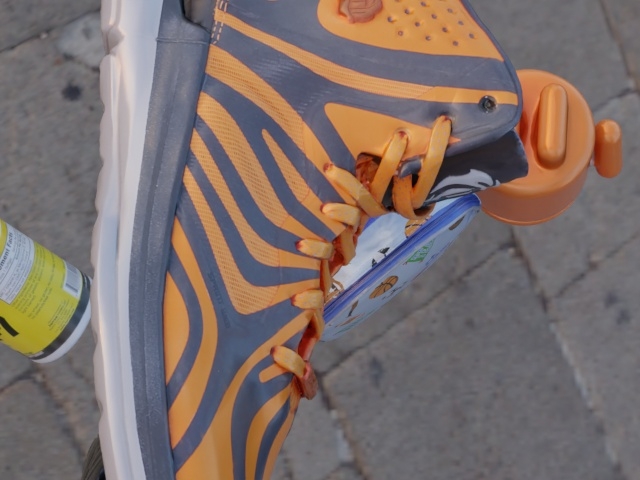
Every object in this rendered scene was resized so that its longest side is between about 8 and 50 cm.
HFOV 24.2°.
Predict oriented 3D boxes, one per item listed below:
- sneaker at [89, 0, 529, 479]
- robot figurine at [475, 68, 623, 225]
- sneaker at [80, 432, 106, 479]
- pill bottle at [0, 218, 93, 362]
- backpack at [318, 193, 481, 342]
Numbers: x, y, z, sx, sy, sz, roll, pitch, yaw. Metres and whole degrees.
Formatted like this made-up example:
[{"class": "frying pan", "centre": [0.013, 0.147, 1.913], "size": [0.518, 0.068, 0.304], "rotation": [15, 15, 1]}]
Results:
[{"class": "sneaker", "centre": [0.000, 0.000, 0.619], "size": [0.180, 0.124, 0.321], "rotation": [0, 75, -3]}, {"class": "robot figurine", "centre": [0.199, -0.085, 1.437], "size": [0.158, 0.219, 0.128], "rotation": [-34, 77, -3]}, {"class": "sneaker", "centre": [-0.270, 0.350, 1.806], "size": [0.109, 0.130, 0.286], "rotation": [19, 76, -12]}, {"class": "pill bottle", "centre": [-0.367, 0.042, 1.686], "size": [0.208, 0.119, 0.119], "rotation": [37, 62, -32]}, {"class": "backpack", "centre": [0.002, -0.037, 1.261], "size": [0.276, 0.263, 0.213], "rotation": [-46, 75, 6]}]
